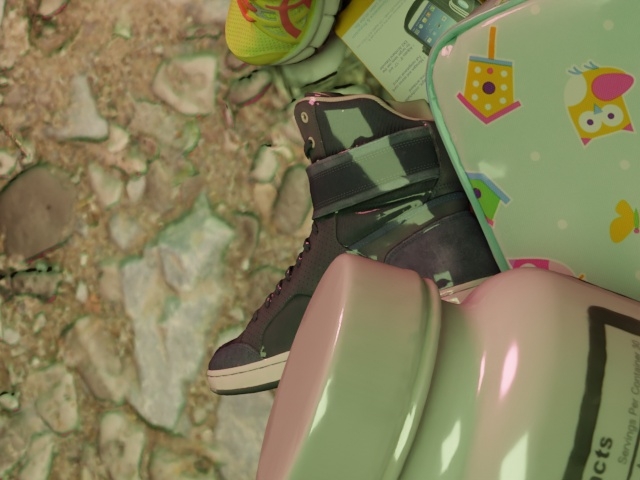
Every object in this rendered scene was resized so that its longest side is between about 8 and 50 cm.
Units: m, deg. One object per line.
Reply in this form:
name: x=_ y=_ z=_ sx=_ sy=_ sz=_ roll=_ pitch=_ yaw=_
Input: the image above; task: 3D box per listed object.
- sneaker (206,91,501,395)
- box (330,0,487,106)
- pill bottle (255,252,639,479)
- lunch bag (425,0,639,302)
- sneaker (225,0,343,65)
sneaker: x=0.002 y=0.000 z=0.842 sx=0.226 sy=0.086 sz=0.164 roll=-23 pitch=82 yaw=36
box: x=0.077 y=-0.113 z=0.845 sx=0.081 sy=0.028 sz=0.136 roll=-45 pitch=74 yaw=20
pill bottle: x=0.138 y=0.116 z=0.660 sx=0.318 sy=0.176 sz=0.176 roll=19 pitch=101 yaw=-7
lunch bag: x=0.207 y=-0.060 z=0.720 sx=0.279 sy=0.108 sz=0.224 roll=-21 pitch=100 yaw=29
sneaker: x=-0.030 y=-0.174 z=0.824 sx=0.208 sy=0.094 sz=0.082 roll=-53 pitch=52 yaw=55
